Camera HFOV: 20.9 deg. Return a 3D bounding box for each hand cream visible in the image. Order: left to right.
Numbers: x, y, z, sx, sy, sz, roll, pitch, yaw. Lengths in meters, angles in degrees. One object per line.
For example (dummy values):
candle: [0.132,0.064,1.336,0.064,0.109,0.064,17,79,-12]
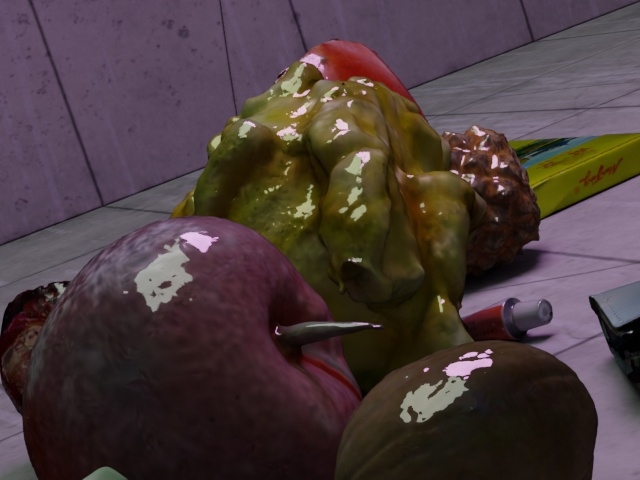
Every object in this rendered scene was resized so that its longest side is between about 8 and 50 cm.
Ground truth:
hand cream: [0.111,0.083,1.539,0.216,0.038,0.052,-17,-16,40]

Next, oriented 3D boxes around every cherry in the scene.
cherry: [-0.081,0.103,1.168,0.285,0.236,0.213,-24,-21,29]

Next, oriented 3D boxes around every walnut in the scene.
walnut: [0.088,0.129,1.041,0.162,0.140,0.140,-31,15,-24]

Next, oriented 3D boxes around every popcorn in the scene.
popcorn: [-0.002,0.005,1.441,0.279,0.274,0.335,-22,18,28]

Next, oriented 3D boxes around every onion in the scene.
onion: [-0.187,0.125,1.590,0.195,0.140,0.218,-11,-24,4]

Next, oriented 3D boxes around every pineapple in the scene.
pineapple: [0.124,-0.026,1.766,0.193,0.166,0.166,-26,9,9]

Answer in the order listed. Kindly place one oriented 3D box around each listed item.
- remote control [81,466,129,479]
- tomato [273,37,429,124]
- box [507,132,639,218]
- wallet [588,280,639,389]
remote control: [-0.229,0.252,0.986,0.344,0.050,0.145,-32,-24,-49]
tomato: [0.045,-0.067,1.900,0.170,0.309,0.309,31,36,23]
box: [0.235,-0.076,2.116,0.187,0.047,0.335,-23,12,-26]
wallet: [0.330,0.036,1.274,0.250,0.075,0.176,-18,7,5]
